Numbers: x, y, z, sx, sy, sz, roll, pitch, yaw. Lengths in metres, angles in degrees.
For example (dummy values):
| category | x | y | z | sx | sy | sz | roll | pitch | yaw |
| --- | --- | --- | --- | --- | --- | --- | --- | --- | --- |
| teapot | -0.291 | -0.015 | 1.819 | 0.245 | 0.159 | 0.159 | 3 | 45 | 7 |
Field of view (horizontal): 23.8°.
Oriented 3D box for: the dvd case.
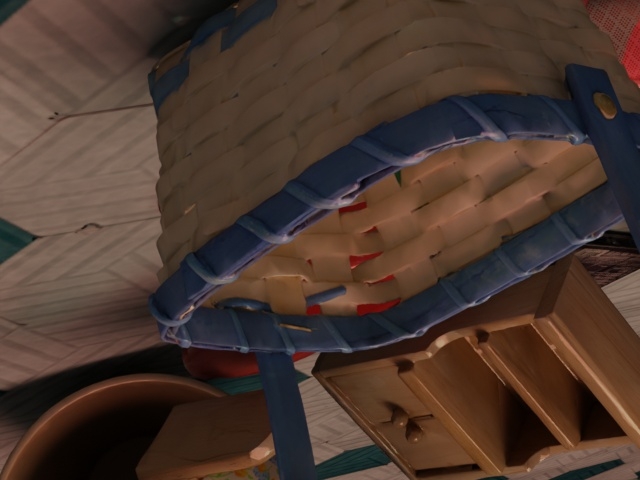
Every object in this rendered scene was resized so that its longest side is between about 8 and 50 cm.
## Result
| category | x | y | z | sx | sy | sz | roll | pitch | yaw |
| --- | --- | --- | --- | --- | --- | --- | --- | --- | --- |
| dvd case | 0.186 | 0.046 | 1.370 | 0.221 | 0.018 | 0.165 | -31 | 158 | 35 |

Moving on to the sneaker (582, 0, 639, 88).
| category | x | y | z | sx | sy | sz | roll | pitch | yaw |
| --- | --- | --- | --- | --- | --- | --- | --- | --- | --- |
| sneaker | 0.210 | -0.087 | 0.809 | 0.314 | 0.136 | 0.116 | -16 | 161 | -2 |

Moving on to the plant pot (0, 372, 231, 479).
| category | x | y | z | sx | sy | sz | roll | pitch | yaw |
| --- | --- | --- | --- | --- | --- | --- | --- | --- | --- |
| plant pot | -0.154 | 0.245 | 1.351 | 0.257 | 0.256 | 0.274 | -14 | 178 | -8 |

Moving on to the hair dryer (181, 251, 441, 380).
| category | x | y | z | sx | sy | sz | roll | pitch | yaw |
| --- | --- | --- | --- | --- | --- | --- | --- | --- | --- |
| hair dryer | 0.029 | 0.045 | 1.130 | 0.294 | 0.080 | 0.223 | -19 | 162 | 9 |

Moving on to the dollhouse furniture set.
| category | x | y | z | sx | sy | sz | roll | pitch | yaw |
| --- | --- | --- | --- | --- | --- | --- | --- | --- | --- |
| dollhouse furniture set | 0.078 | 0.229 | 1.132 | 0.256 | 0.394 | 0.362 | -17 | 124 | 43 |

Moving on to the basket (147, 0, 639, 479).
| category | x | y | z | sx | sy | sz | roll | pitch | yaw |
| --- | --- | --- | --- | --- | --- | --- | --- | --- | --- |
| basket | 0.050 | 0.006 | 0.690 | 0.201 | 0.288 | 0.255 | 8 | 152 | -41 |

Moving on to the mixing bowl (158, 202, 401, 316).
| category | x | y | z | sx | sy | sz | roll | pitch | yaw |
| --- | --- | --- | --- | --- | --- | --- | --- | --- | --- |
| mixing bowl | 0.000 | 0.000 | 0.944 | 0.182 | 0.098 | 0.181 | -16 | 163 | -5 |
